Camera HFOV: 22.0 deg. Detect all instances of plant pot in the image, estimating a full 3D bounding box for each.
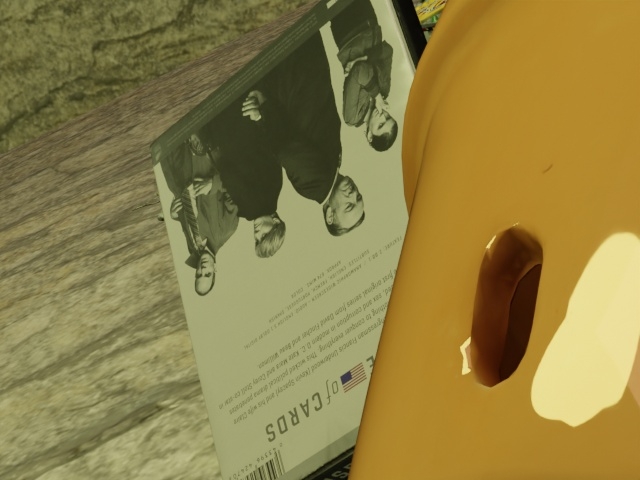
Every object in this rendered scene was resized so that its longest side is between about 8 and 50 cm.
[{"bbox_3d":[0.133,0.046,0.418,0.291,0.291,0.203,-10,37,42],"label":"plant pot"}]

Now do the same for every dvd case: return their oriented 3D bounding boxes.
[{"bbox_3d":[0.000,0.000,0.820,0.179,0.029,0.239,-36,53,28],"label":"dvd case"}]

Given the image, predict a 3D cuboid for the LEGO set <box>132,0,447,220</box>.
[{"bbox_3d":[0.072,-0.058,0.949,0.331,0.192,0.255,-31,17,-18],"label":"LEGO set"}]
